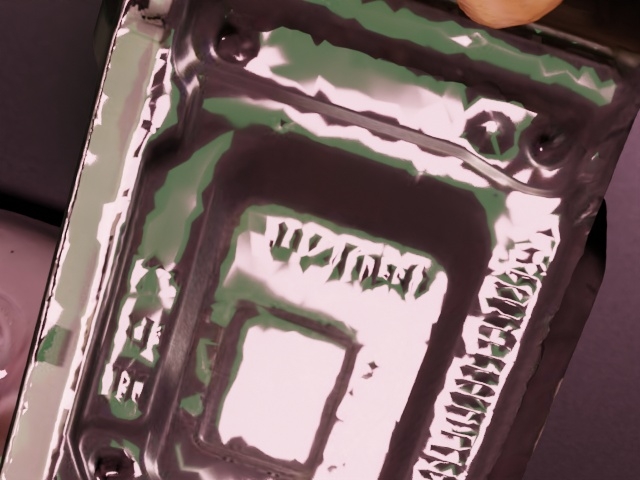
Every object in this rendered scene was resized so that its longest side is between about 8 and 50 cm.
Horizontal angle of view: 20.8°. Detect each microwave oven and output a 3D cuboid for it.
[{"bbox_3d":[0.000,0.000,0.765,0.237,0.181,0.295,19,115,1],"label":"microwave oven"}]

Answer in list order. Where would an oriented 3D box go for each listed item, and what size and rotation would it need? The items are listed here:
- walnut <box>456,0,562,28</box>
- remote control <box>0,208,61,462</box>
[{"bbox_3d":[0.054,-0.209,0.543,0.296,0.285,0.285,-8,130,15],"label":"walnut"},{"bbox_3d":[-0.147,0.108,0.987,0.332,0.103,0.221,18,95,-1],"label":"remote control"}]
